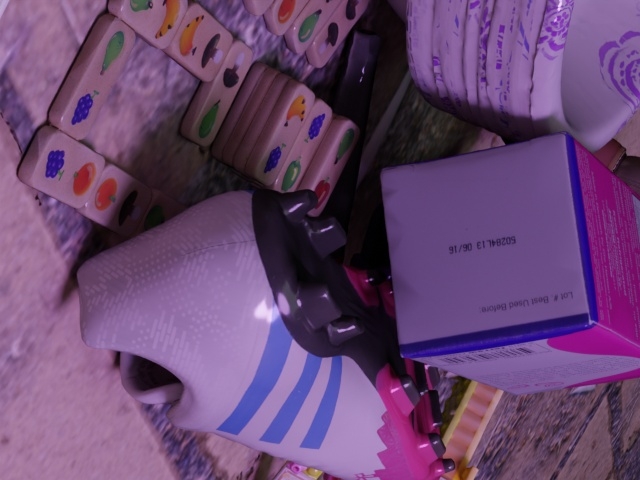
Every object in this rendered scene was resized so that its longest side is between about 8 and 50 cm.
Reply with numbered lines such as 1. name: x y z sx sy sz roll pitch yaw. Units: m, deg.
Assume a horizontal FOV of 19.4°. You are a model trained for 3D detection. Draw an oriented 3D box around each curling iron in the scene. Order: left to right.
1. curling iron: 0.000 0.000 1.146 0.068 0.035 0.274 -66 166 -64

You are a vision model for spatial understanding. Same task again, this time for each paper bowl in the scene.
1. paper bowl: 0.137 -0.200 1.082 0.284 0.148 0.284 -47 151 -36

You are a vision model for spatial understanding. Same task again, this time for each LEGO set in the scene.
1. LEGO set: 0.043 0.130 1.259 0.287 0.107 0.132 -57 -173 16

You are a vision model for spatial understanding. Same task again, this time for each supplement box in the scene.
1. supplement box: 0.128 0.021 1.099 0.220 0.111 0.114 28 54 -65

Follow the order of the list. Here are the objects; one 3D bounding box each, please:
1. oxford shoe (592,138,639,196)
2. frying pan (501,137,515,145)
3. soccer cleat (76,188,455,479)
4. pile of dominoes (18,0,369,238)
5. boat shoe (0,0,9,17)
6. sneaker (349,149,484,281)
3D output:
1. oxford shoe: 0.239 0.036 1.537 0.123 0.130 0.348 -59 168 -15
2. frying pan: 0.185 -0.131 1.384 0.197 0.053 0.326 -59 168 -7
3. soccer cleat: -0.025 0.066 1.042 0.331 0.143 0.116 52 25 -59
4. pile of dominoes: -0.040 -0.080 0.964 0.196 0.040 0.251 -63 158 -2
5. boat shoe: -0.166 -0.093 0.653 0.099 0.116 0.319 31 93 -24
6. sneaker: 0.081 -0.011 1.227 0.224 0.083 0.098 -57 150 -45
